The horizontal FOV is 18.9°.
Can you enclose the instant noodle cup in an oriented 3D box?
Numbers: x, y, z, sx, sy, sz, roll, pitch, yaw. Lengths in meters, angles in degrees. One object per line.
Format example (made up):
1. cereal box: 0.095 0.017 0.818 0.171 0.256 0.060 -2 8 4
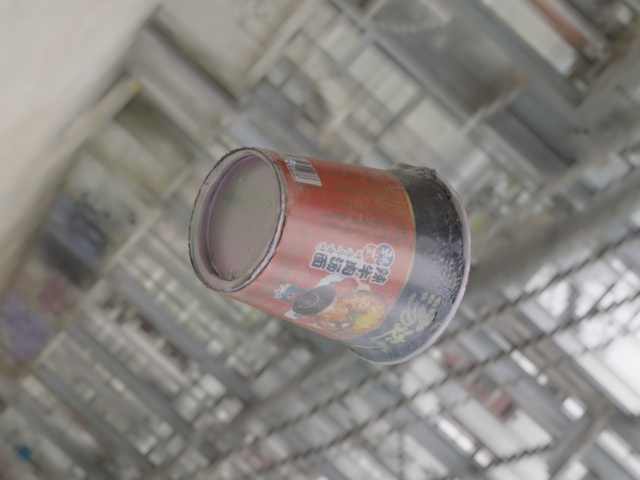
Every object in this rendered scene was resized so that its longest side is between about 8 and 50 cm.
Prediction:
1. instant noodle cup: 0.000 0.002 1.139 0.127 0.135 0.127 -20 -117 44
